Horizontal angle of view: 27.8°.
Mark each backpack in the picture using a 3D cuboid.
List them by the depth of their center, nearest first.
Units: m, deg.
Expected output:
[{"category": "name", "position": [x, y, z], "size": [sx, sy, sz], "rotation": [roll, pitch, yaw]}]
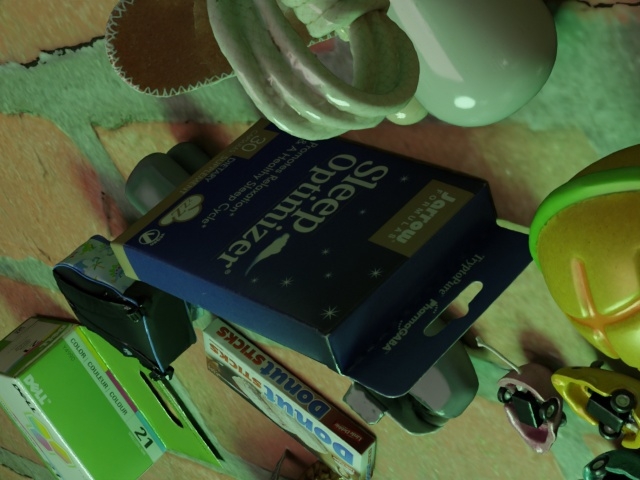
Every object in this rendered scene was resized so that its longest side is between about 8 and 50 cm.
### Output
[{"category": "backpack", "position": [-0.159, 0.044, 1.087], "size": [0.114, 0.084, 0.105], "rotation": [21, 143, 33]}]

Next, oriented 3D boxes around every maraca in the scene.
[{"category": "maraca", "position": [0.180, 0.014, 0.544], "size": [0.186, 0.099, 0.127], "rotation": [13, 153, 10]}]

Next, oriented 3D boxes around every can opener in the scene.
[{"category": "can opener", "position": [-0.009, 0.026, 0.881], "size": [0.280, 0.074, 0.093], "rotation": [39, 118, 13]}]

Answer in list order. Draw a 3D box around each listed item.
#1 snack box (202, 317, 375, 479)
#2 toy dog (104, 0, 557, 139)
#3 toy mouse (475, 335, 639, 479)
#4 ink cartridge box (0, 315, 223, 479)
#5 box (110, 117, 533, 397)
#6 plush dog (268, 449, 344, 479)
[{"category": "snack box", "position": [-0.028, 0.136, 1.087], "size": [0.178, 0.022, 0.064], "rotation": [35, 150, 24]}, {"category": "toy dog", "position": [-0.065, -0.154, 0.583], "size": [0.333, 0.220, 0.161], "rotation": [55, 132, 6]}, {"category": "toy mouse", "position": [0.159, 0.116, 0.774], "size": [0.161, 0.031, 0.143], "rotation": [33, 150, 27]}, {"category": "ink cartridge box", "position": [-0.244, 0.187, 1.393], "size": [0.255, 0.097, 0.188], "rotation": [2, 128, 56]}, {"category": "box", "position": [0.000, 0.000, 0.737], "size": [0.225, 0.136, 0.036], "rotation": [21, 143, 41]}, {"category": "plush dog", "position": [0.023, 0.327, 1.147], "size": [0.225, 0.210, 0.262], "rotation": [39, -176, -14]}]
